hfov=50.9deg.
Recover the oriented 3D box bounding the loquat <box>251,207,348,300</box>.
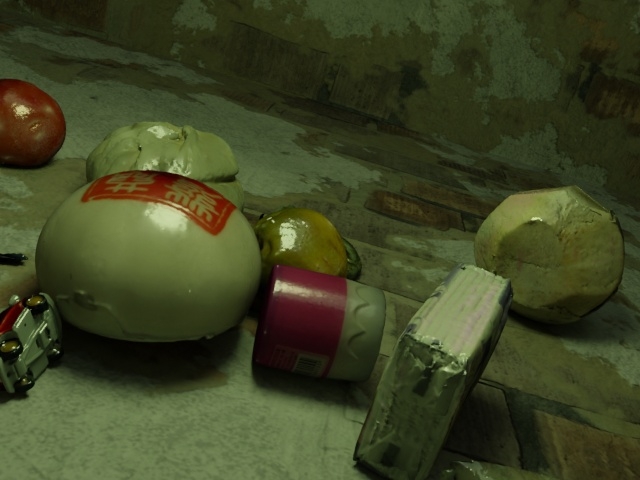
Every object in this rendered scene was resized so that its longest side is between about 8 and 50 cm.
[{"bbox_3d":[-0.035,0.047,1.316,0.246,0.213,0.213,20,16,-42],"label":"loquat"}]

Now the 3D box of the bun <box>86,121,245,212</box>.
[{"bbox_3d":[-0.340,-0.149,1.518,0.366,0.219,0.365,12,27,-6],"label":"bun"}]

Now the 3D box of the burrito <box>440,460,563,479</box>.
[{"bbox_3d":[0.328,0.404,0.872,0.348,0.107,0.175,35,14,32],"label":"burrito"}]

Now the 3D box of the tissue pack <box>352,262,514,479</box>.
[{"bbox_3d":[0.186,0.198,1.057,0.125,0.242,0.344,26,25,18],"label":"tissue pack"}]

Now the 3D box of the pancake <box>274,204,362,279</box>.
[{"bbox_3d":[0.000,0.000,1.543,0.254,0.037,0.253,34,16,-11],"label":"pancake"}]

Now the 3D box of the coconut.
[{"bbox_3d":[0.553,0.025,1.611,0.353,0.352,0.352,14,23,-6],"label":"coconut"}]

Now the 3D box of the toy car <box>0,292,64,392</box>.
[{"bbox_3d":[-0.444,0.144,0.951,0.112,0.112,0.139,4,33,9],"label":"toy car"}]

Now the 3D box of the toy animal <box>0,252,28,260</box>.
[{"bbox_3d":[-0.637,0.001,1.200,0.220,0.062,0.107,8,43,-22],"label":"toy animal"}]

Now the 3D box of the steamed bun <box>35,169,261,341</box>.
[{"bbox_3d":[-0.278,0.005,1.126,0.375,0.241,0.374,7,11,-1],"label":"steamed bun"}]

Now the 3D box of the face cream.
[{"bbox_3d":[-0.005,0.142,1.138,0.195,0.175,0.175,13,23,-8],"label":"face cream"}]

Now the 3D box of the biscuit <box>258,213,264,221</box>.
[{"bbox_3d":[-0.095,0.003,1.535,0.151,0.063,0.235,30,19,1],"label":"biscuit"}]

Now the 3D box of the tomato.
[{"bbox_3d":[-0.721,-0.285,1.605,0.232,0.188,0.232,15,25,-7],"label":"tomato"}]
